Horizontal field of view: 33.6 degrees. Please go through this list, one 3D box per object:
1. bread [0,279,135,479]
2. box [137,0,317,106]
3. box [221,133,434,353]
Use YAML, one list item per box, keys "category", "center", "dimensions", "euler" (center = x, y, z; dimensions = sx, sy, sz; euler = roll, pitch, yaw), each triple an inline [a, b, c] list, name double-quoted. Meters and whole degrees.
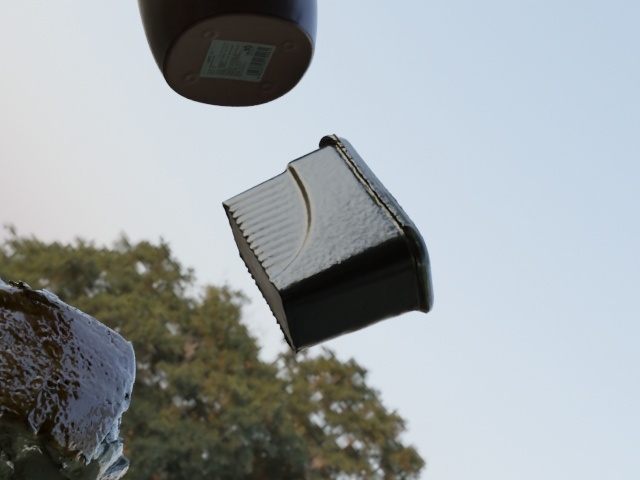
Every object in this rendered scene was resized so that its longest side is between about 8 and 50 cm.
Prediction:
- category: "bread"
  center: [-0.377, 0.226, 1.416]
  dimensions: [0.279, 0.225, 0.250]
  euler: [30, 36, -32]
- category: "box"
  center: [-0.142, -0.363, 1.704]
  dimensions: [0.301, 0.301, 0.216]
  euler: [80, -4, -61]
- category: "box"
  center: [0.000, 0.000, 1.274]
  dimensions: [0.274, 0.178, 0.138]
  euler: [-126, -162, -50]
